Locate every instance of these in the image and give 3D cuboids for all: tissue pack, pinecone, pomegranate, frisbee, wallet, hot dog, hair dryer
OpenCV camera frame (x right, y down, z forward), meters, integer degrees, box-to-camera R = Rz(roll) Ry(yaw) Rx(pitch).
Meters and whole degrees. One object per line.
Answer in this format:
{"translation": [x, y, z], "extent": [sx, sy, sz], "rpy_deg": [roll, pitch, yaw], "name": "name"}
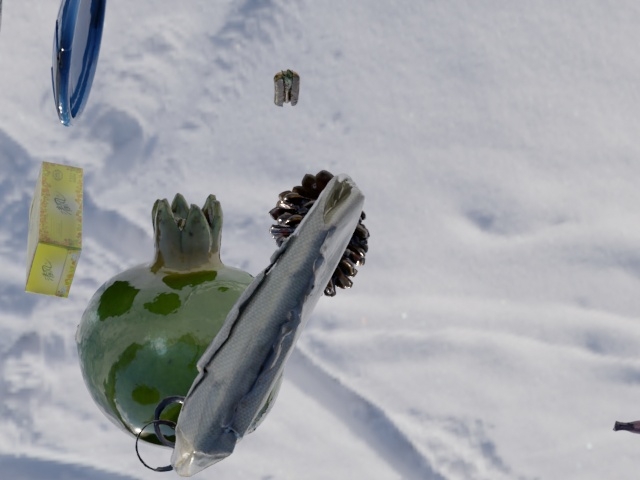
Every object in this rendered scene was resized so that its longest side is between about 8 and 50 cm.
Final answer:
{"translation": [-0.364, -0.016, 1.723], "extent": [0.062, 0.176, 0.095], "rpy_deg": [11, 129, -18], "name": "tissue pack"}
{"translation": [0.002, 0.000, 2.187], "extent": [0.168, 0.212, 0.186], "rpy_deg": [-14, 141, -4], "name": "pinecone"}
{"translation": [-0.208, 0.118, 1.700], "extent": [0.309, 0.359, 0.216], "rpy_deg": [13, -161, 43], "name": "pomegranate"}
{"translation": [-0.305, -0.261, 1.564], "extent": [0.045, 0.242, 0.242], "rpy_deg": [9, 145, -2], "name": "frisbee"}
{"translation": [-0.056, 0.074, 1.116], "extent": [0.068, 0.335, 0.275], "rpy_deg": [32, 173, -5], "name": "wallet"}
{"translation": [-0.046, -0.202, 1.659], "extent": [0.037, 0.021, 0.083], "rpy_deg": [-3, 154, -7], "name": "hot dog"}
{"translation": [0.550, 0.305, 2.031], "extent": [0.154, 0.054, 0.106], "rpy_deg": [9, 147, 6], "name": "hair dryer"}

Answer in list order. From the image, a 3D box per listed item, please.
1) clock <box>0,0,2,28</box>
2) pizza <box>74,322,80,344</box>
{"translation": [-0.434, -0.337, 1.511], "extent": [0.083, 0.230, 0.230], "rpy_deg": [-6, 148, -24], "name": "clock"}
{"translation": [-0.391, 0.158, 2.331], "extent": [0.058, 0.127, 0.246], "rpy_deg": [56, 157, -21], "name": "pizza"}
